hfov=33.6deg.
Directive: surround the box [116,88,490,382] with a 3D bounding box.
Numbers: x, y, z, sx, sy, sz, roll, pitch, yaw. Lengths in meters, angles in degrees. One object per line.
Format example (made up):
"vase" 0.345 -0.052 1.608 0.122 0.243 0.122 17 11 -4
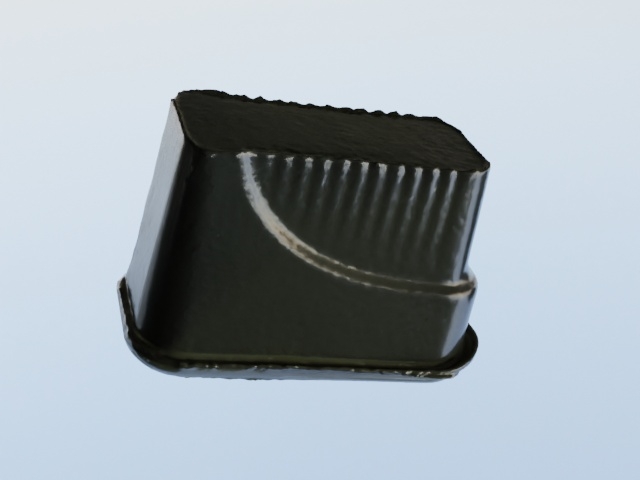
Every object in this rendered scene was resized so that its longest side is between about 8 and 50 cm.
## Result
"box" 0.000 0.000 0.778 0.274 0.178 0.138 2 -149 -21
